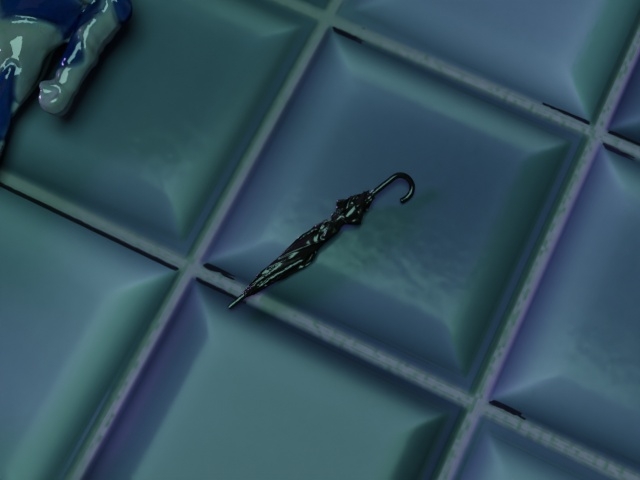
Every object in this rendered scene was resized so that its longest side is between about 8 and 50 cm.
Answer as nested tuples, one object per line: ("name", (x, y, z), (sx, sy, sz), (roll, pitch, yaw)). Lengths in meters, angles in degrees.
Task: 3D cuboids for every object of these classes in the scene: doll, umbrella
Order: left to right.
("doll", (-0.159, -0.133, 0.550), (0.114, 0.057, 0.227), (37, 78, 15))
("umbrella", (-0.002, -0.003, 0.529), (0.122, 0.013, 0.022), (-33, 96, -10))
